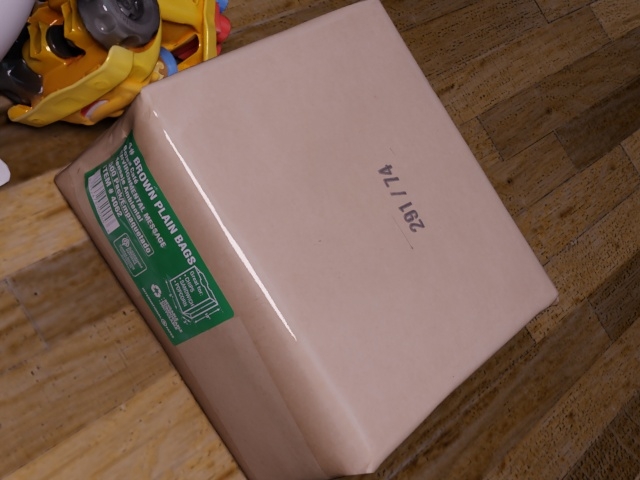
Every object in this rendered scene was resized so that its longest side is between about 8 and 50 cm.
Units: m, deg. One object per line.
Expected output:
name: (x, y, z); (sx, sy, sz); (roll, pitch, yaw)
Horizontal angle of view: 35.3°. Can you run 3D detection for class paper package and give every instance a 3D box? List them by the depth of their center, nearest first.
paper package: (0.000, 0.000, 0.848); (0.309, 0.168, 0.325); (-32, 91, -44)

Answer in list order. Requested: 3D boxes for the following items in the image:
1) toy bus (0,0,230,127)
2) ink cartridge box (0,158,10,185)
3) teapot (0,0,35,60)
toy bus: (-0.154, -0.186, 0.848); (0.211, 0.149, 0.220); (22, 57, -49)
ink cartridge box: (-0.366, -0.141, 0.650); (0.353, 0.119, 0.207); (48, 48, -11)
teapot: (-0.265, -0.132, 0.531); (0.255, 0.187, 0.253); (-3, 49, -12)
